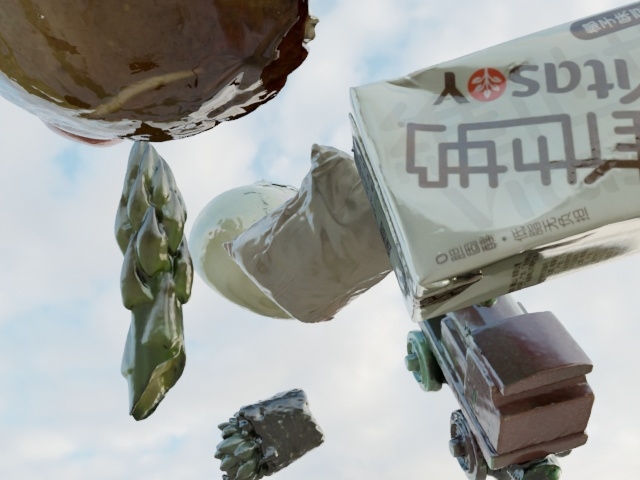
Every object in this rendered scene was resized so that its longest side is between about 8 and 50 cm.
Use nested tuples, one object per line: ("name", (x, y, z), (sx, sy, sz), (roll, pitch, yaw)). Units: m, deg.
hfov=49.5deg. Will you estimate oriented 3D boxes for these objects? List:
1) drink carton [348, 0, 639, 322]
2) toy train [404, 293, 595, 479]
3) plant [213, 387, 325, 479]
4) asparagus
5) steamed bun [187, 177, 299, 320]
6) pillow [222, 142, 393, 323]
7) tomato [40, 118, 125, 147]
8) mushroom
("drink carton", (0.205, -0.075, 0.611), (0.324, 0.194, 0.132), (-17, -24, -1))
("toy train", (0.196, 0.134, 0.818), (0.150, 0.304, 0.221), (-13, -51, -9))
("plant", (-0.097, 0.344, 1.224), (0.194, 0.132, 0.129), (-24, -12, -11))
("asparagus", (-0.164, 0.028, 0.692), (0.080, 0.287, 0.080), (-8, -14, -2))
("steamed bun", (-0.102, 0.007, 1.454), (0.334, 0.312, 0.233), (27, -76, 19))
("pillow", (0.000, 0.000, 0.833), (0.173, 0.067, 0.270), (46, -45, -1))
("tomato", (-0.400, -0.277, 1.235), (0.232, 0.232, 0.188), (-18, -21, 15))
("mushroom", (-0.097, -0.174, 0.465), (0.233, 0.302, 0.208), (-12, -82, 21))
